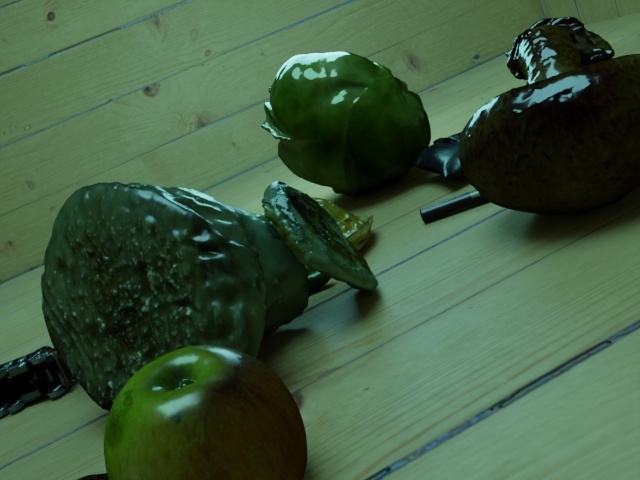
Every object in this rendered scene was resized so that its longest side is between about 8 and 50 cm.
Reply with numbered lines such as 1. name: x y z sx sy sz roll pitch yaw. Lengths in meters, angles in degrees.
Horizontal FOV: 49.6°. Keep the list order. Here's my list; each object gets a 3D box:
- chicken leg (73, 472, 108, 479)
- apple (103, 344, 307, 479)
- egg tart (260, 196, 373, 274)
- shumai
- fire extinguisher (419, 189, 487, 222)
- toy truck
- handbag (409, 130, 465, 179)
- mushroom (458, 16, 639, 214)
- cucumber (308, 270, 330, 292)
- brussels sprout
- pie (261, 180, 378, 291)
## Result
1. chicken leg: -0.306 0.311 0.796 0.219 0.048 0.089 -19 12 15
2. apple: -0.111 0.194 0.666 0.196 0.195 0.196 -22 15 6
3. egg tart: -0.046 -0.011 1.388 0.319 0.128 0.319 -20 13 5
4. shumai: -0.190 0.069 1.049 0.398 0.323 0.323 9 12 30
5. fire extinguisher: 0.276 -0.075 1.324 0.173 0.035 0.049 -20 -23 14
6. toy truck: -0.542 0.255 1.278 0.192 0.083 0.092 -21 10 12
7. handbag: 0.345 -0.206 1.561 0.254 0.088 0.211 -25 20 -9
8. mushroom: 0.391 -0.213 1.066 0.331 0.356 0.334 5 -2 33
9. cucumber: -0.050 0.087 1.224 0.155 0.037 0.037 -20 15 4
10. brussels sprout: 0.075 -0.278 1.722 0.426 0.342 0.361 17 20 -24
11. pie: 0.000 0.000 1.079 0.054 0.240 0.240 -44 12 11
